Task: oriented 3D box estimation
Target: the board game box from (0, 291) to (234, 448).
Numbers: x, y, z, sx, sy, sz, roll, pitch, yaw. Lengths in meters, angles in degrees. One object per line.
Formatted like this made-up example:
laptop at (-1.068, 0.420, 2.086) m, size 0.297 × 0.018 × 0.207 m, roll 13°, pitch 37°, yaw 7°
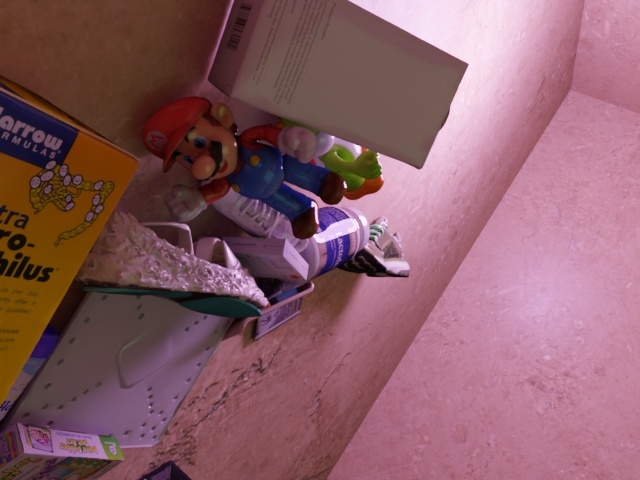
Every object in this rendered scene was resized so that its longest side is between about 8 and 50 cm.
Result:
board game box at (-0.336, 0.200, 1.001) m, size 0.390 × 0.050 × 0.390 m, roll -59°, pitch 152°, yaw -5°

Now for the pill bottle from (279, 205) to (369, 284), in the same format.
pill bottle at (0.000, 0.000, 1.301) m, size 0.265 × 0.153 × 0.153 m, roll -22°, pitch 136°, yaw -52°

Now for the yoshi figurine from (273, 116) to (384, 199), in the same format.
yoshi figurine at (0.042, -0.226, 1.117) m, size 0.362 × 0.203 × 0.203 m, roll 32°, pitch 74°, yaw -62°

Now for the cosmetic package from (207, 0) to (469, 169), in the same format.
cosmetic package at (0.032, -0.270, 0.878) m, size 0.365 × 0.155 × 0.197 m, roll 15°, pitch 107°, yaw -31°

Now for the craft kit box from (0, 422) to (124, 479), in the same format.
craft kit box at (-0.490, 0.392, 0.865) m, size 0.250 × 0.061 × 0.246 m, roll -35°, pitch 149°, yaw 0°

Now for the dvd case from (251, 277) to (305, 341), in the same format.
dvd case at (-0.101, 0.151, 1.405) m, size 0.164 × 0.018 × 0.221 m, roll -27°, pitch 144°, yaw -39°

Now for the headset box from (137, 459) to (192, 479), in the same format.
headset box at (-0.446, 0.724, 1.328) m, size 0.218 × 0.110 × 0.293 m, roll -12°, pitch 128°, yaw -57°

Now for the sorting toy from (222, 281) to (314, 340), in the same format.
sorting toy at (-0.135, 0.158, 1.237) m, size 0.208 × 0.038 × 0.193 m, roll -28°, pitch 178°, yaw -34°

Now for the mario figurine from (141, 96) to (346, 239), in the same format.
mario figurine at (-0.121, -0.099, 0.843) m, size 0.320 × 0.170 × 0.198 m, roll 24°, pitch 84°, yaw -25°

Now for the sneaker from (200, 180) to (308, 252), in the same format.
sneaker at (-0.110, -0.063, 1.038) m, size 0.114 × 0.152 × 0.305 m, roll -56°, pitch 152°, yaw -5°

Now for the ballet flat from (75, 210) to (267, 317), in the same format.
ballet flat at (-0.210, 0.045, 0.892) m, size 0.147 × 0.147 × 0.409 m, roll -59°, pitch 152°, yaw 1°

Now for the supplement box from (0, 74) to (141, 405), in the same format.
supplement box at (-0.391, 0.001, 0.554) m, size 0.356 × 0.194 × 0.195 m, roll -59°, pitch 154°, yaw 1°

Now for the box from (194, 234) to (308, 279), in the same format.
box at (-0.134, 0.036, 1.069) m, size 0.145 × 0.186 × 0.038 m, roll 54°, pitch 43°, yaw -62°

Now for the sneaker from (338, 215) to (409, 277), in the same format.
sneaker at (0.156, 0.009, 1.666) m, size 0.410 × 0.158 × 0.182 m, roll 23°, pitch 66°, yaw -62°

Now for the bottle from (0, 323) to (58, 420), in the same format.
bottle at (-0.488, 0.222, 0.736) m, size 0.283 × 0.092 × 0.118 m, roll -55°, pitch 155°, yaw -8°
